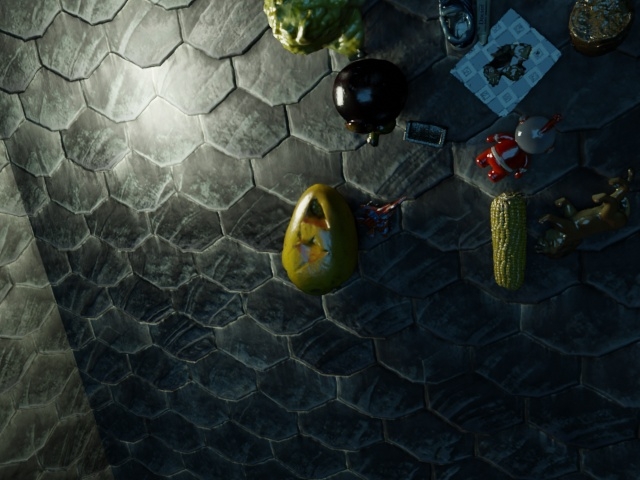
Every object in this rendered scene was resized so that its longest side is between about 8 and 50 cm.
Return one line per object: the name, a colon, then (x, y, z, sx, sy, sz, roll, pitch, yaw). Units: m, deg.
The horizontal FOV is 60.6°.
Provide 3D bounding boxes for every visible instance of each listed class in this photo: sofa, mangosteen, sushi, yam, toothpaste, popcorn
sofa: (0.302, -0.305, 1.569, 0.118, 0.039, 0.060, 16, 115, 18)
mangosteen: (0.142, -0.379, 1.527, 0.211, 0.211, 0.250, 1, 122, 24)
sushi: (0.482, -0.458, 1.425, 0.193, 0.040, 0.210, 44, 116, 4)
yam: (0.633, -0.489, 1.239, 0.128, 0.238, 0.129, 25, 112, 21)
toothpaste: (0.413, -0.596, 1.388, 0.048, 0.029, 0.197, 2, 94, 26)
popcorn: (-0.016, -0.628, 1.465, 0.293, 0.293, 0.237, -4, 90, 25)

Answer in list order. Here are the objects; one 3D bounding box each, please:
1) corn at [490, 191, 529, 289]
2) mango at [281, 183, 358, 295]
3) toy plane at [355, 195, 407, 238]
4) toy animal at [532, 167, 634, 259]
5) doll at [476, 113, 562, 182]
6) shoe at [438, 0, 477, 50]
corn: (0.537, 0.002, 1.559, 0.106, 0.106, 0.293, 2, 114, 23)
mango: (0.000, 0.000, 1.760, 0.253, 0.182, 0.365, 9, 103, 23)
toy plane: (0.198, -0.085, 1.694, 0.189, 0.061, 0.130, -38, 91, 27)
toy animal: (0.709, -0.049, 1.470, 0.312, 0.097, 0.157, -25, 111, 28)
doll: (0.536, -0.256, 1.465, 0.142, 0.076, 0.245, 48, 125, -1)
shoe: (0.347, -0.590, 1.397, 0.091, 0.106, 0.207, -10, 100, 26)
